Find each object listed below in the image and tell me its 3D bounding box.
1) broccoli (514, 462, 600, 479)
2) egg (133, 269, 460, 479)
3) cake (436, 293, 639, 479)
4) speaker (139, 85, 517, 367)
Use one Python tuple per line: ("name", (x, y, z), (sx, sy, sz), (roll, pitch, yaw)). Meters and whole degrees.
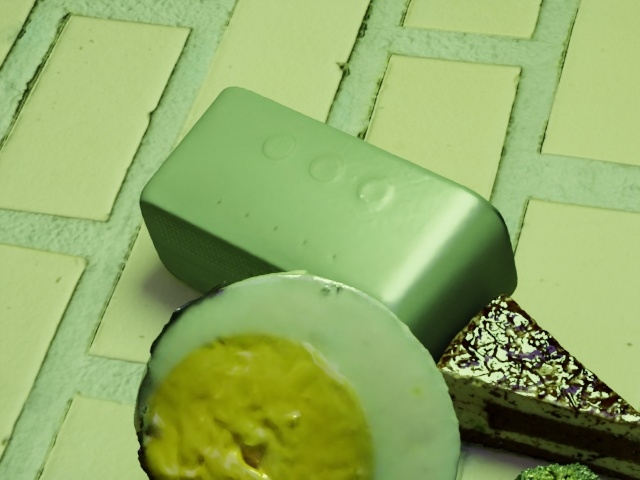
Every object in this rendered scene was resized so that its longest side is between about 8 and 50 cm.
("broccoli", (0.247, 0.269, 1.944), (0.097, 0.095, 0.092), (29, 72, -16))
("egg", (-0.019, 0.190, 1.940), (0.337, 0.201, 0.337), (0, 89, 5))
("cake", (0.227, 0.187, 1.996), (0.135, 0.112, 0.246), (-35, 58, -20))
("speaker", (0.000, 0.000, 2.125), (0.406, 0.183, 0.184), (26, 60, 31))
